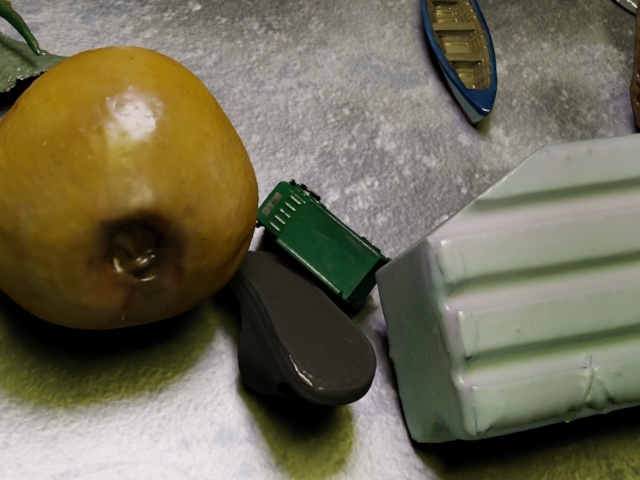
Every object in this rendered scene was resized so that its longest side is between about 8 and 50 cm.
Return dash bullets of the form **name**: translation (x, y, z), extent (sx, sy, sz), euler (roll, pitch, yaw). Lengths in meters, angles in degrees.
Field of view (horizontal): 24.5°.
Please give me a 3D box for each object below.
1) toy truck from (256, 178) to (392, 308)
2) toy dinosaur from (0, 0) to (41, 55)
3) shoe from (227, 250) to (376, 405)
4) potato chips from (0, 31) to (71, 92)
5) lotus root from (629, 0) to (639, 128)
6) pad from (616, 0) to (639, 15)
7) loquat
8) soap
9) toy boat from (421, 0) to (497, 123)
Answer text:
- **toy truck**: translation (0.000, 0.000, 1.506), extent (0.147, 0.079, 0.065), euler (41, 95, 20)
- **toy dinosaur**: translation (-0.496, -0.317, 1.616), extent (0.300, 0.087, 0.447), euler (-14, 45, -29)
- **shoe**: translation (-0.030, 0.104, 1.433), extent (0.108, 0.093, 0.241), euler (6, 28, -30)
- **potato chips**: translation (-0.389, -0.185, 1.569), extent (0.228, 0.059, 0.167), euler (-26, 58, -29)
- **lotus root**: translation (0.485, -0.195, 1.634), extent (0.250, 0.316, 0.316), euler (-8, 54, 1)
- **pad**: translation (0.469, -0.352, 1.935), extent (0.174, 0.022, 0.233), euler (40, 56, 16)
- **loquat**: translation (-0.195, -0.054, 1.395), extent (0.274, 0.275, 0.275), euler (7, 52, -9)
- **soap**: translation (0.289, 0.035, 1.465), extent (0.446, 0.156, 0.261), euler (-10, 81, -20)
- **toy boat**: translation (0.166, -0.225, 1.747), extent (0.080, 0.046, 0.229), euler (-2, 55, -16)
